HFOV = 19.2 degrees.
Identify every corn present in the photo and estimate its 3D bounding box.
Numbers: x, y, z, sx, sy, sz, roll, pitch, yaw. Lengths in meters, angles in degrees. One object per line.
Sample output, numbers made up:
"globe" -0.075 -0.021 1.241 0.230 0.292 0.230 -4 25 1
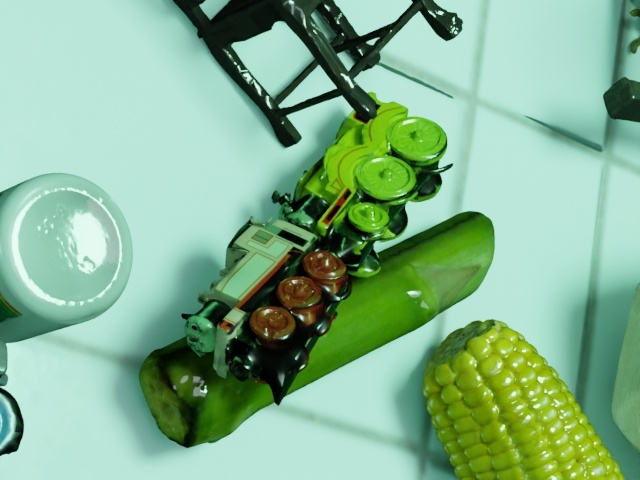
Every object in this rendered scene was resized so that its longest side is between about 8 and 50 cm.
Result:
"corn" 0.164 0.191 1.229 0.106 0.106 0.305 -33 97 -35

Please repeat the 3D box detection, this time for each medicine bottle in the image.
"medicine bottle" -0.164 0.014 1.017 0.080 0.130 0.080 9 75 -34

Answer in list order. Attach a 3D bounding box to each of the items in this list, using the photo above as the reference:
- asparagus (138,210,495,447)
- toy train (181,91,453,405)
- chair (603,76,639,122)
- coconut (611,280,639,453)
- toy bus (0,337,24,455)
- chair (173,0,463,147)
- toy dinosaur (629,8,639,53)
"asparagus" 0.007 0.051 1.174 0.277 0.060 0.067 -22 54 -35
"toy train" 0.000 0.000 1.142 0.085 0.053 0.250 24 45 15
"chair" 0.399 -0.192 1.385 0.416 0.203 0.241 12 52 -32
"coconut" 0.304 0.087 1.276 0.224 0.224 0.234 -42 110 -33
"toy bus" -0.237 0.142 0.947 0.136 0.126 0.210 14 73 -23
"chair" -0.037 -0.176 1.161 0.229 0.106 0.113 51 58 -16
"toy dinosaur" 0.293 -0.141 1.425 0.162 0.039 0.126 7 69 -34
